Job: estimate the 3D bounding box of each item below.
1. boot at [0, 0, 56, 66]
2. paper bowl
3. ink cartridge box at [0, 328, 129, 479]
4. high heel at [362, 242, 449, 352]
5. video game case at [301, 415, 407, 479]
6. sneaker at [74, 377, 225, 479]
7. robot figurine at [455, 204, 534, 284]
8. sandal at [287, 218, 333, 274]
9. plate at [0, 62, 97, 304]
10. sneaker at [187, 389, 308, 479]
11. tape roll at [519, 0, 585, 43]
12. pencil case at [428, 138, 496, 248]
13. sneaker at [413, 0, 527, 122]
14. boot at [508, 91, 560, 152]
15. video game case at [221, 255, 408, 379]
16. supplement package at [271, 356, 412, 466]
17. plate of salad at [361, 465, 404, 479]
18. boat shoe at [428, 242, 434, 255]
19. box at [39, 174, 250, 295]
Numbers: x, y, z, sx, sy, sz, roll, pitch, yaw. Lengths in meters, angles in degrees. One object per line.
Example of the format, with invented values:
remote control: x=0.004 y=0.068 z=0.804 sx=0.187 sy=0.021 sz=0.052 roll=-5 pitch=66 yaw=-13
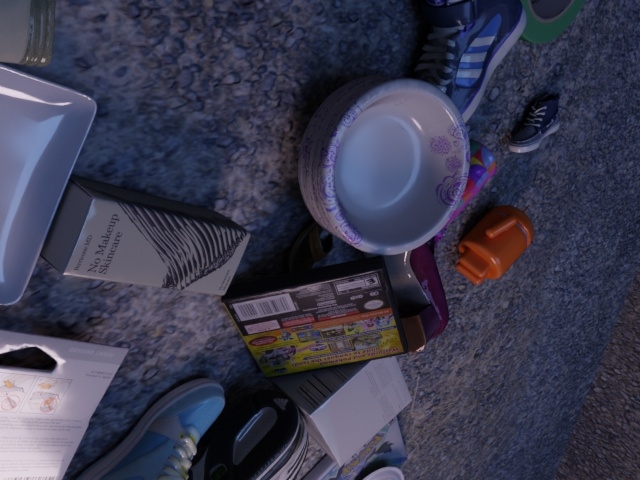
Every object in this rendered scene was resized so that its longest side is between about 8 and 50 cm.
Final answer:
boot: x=-0.344 y=-0.269 z=0.666 sx=0.165 sy=0.077 sz=0.213 roll=-23 pitch=110 yaw=-53
paper bowl: x=0.095 y=-0.128 z=1.153 sx=0.285 sy=0.148 sz=0.284 roll=-8 pitch=109 yaw=-26
ink cartridge box: x=-0.431 y=0.220 z=0.901 sx=0.296 sy=0.066 sz=0.261 roll=24 pitch=95 yaw=-53
high heel: x=0.167 y=0.019 z=1.372 sx=0.181 sy=0.127 sz=0.376 roll=-34 pitch=117 yaw=-61
video game case: x=0.083 y=0.584 z=1.737 sx=0.329 sy=0.036 sz=0.299 roll=-41 pitch=139 yaw=-23
sneaker: x=-0.233 y=0.381 z=1.113 sx=0.319 sy=0.208 sz=0.127 roll=-44 pitch=139 yaw=-20
robot figurine: x=0.416 y=0.003 z=1.649 sx=0.219 sy=0.128 sz=0.158 roll=-44 pitch=123 yaw=-19
sandal: x=0.000 y=0.000 z=1.249 sx=0.180 sy=0.049 sz=0.072 roll=-56 pitch=142 yaw=-5
plate: x=-0.412 y=-0.072 z=0.749 sx=0.277 sy=0.045 sz=0.277 roll=15 pitch=102 yaw=-50
sneaker: x=-0.181 y=0.491 z=1.277 sx=0.447 sy=0.169 sz=0.257 roll=-41 pitch=146 yaw=-12
tape roll: x=0.437 y=-0.549 z=1.353 sx=0.321 sy=0.077 sz=0.321 roll=-28 pitch=133 yaw=-35
pencil case: x=0.268 y=-0.097 z=1.445 sx=0.236 sy=0.104 sz=0.104 roll=-51 pitch=141 yaw=-12
sneaker: x=0.205 y=-0.350 z=1.205 sx=0.236 sy=0.130 sz=0.322 roll=34 pitch=93 yaw=-42
boot: x=0.492 y=-0.274 z=1.612 sx=0.190 sy=0.069 sz=0.086 roll=-37 pitch=130 yaw=-38
video game case: x=-0.002 y=0.141 z=1.215 sx=0.275 sy=0.035 sz=0.248 roll=-12 pitch=135 yaw=8
supplement package: x=0.043 y=0.290 z=1.382 sx=0.203 sy=0.149 sz=0.194 roll=-38 pitch=132 yaw=-17
plate of salad: x=0.129 y=0.647 z=1.763 sx=0.200 sy=0.048 sz=0.199 roll=-17 pitch=122 yaw=-29
boat shoe: x=0.231 y=0.026 z=1.532 sx=0.046 sy=0.038 sz=0.125 roll=-28 pitch=132 yaw=-34
box: x=-0.233 y=-0.002 z=0.952 sx=0.275 sy=0.094 sz=0.113 roll=12 pitch=105 yaw=-51
